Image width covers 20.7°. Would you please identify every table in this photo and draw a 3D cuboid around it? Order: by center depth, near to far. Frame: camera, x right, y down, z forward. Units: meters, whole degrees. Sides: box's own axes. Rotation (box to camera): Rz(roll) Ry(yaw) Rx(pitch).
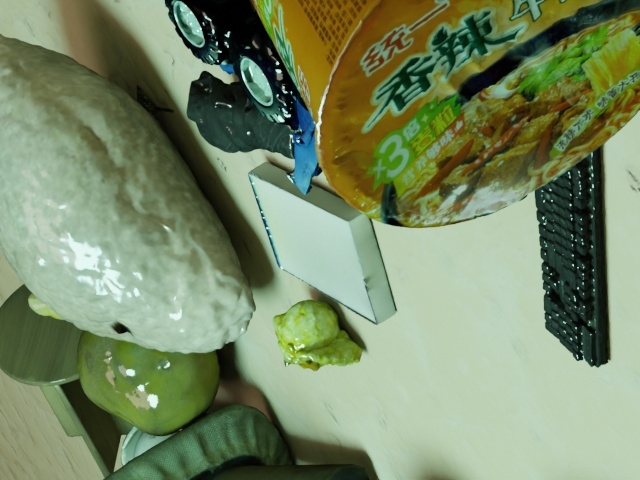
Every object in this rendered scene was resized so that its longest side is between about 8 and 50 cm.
[{"bbox_3d":[-0.270,0.165,2.057,0.167,0.167,0.227,40,159,39],"label":"table"}]

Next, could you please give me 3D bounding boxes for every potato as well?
[{"bbox_3d":[-0.174,0.122,1.798,0.154,0.137,0.200,29,173,-5],"label":"potato"}]

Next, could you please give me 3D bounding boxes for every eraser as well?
[{"bbox_3d":[0.000,0.000,1.445,0.150,0.023,0.104,28,142,51],"label":"eraser"}]

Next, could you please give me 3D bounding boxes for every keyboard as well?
[{"bbox_3d":[0.160,0.001,1.130,0.060,0.018,0.195,40,150,43],"label":"keyboard"}]

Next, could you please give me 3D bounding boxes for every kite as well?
[{"bbox_3d":[-0.154,-0.119,1.643,0.078,0.002,0.044,36,148,44],"label":"kite"}]

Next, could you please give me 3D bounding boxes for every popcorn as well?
[{"bbox_3d":[-0.004,0.086,1.516,0.083,0.059,0.068,34,148,30],"label":"popcorn"}]

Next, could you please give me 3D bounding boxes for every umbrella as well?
[{"bbox_3d":[-0.030,-0.091,1.357,0.066,0.059,0.235,45,164,-30],"label":"umbrella"}]

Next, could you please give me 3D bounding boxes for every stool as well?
[{"bbox_3d":[-0.085,0.363,1.700,0.226,0.310,0.310,17,135,57],"label":"stool"}]

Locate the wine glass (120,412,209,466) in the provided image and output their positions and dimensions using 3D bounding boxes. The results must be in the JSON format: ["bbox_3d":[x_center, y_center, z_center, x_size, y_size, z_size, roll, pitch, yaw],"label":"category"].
[{"bbox_3d":[-0.144,0.242,1.921,0.111,0.111,0.204,64,157,-11],"label":"wine glass"}]

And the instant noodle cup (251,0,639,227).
[{"bbox_3d":[0.058,-0.147,0.919,0.182,0.230,0.230,54,158,34],"label":"instant noodle cup"}]

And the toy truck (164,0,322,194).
[{"bbox_3d":[-0.006,-0.120,1.197,0.208,0.113,0.126,42,152,37],"label":"toy truck"}]

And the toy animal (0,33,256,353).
[{"bbox_3d":[-0.217,-0.034,1.636,0.358,0.188,0.226,57,155,-1],"label":"toy animal"}]
